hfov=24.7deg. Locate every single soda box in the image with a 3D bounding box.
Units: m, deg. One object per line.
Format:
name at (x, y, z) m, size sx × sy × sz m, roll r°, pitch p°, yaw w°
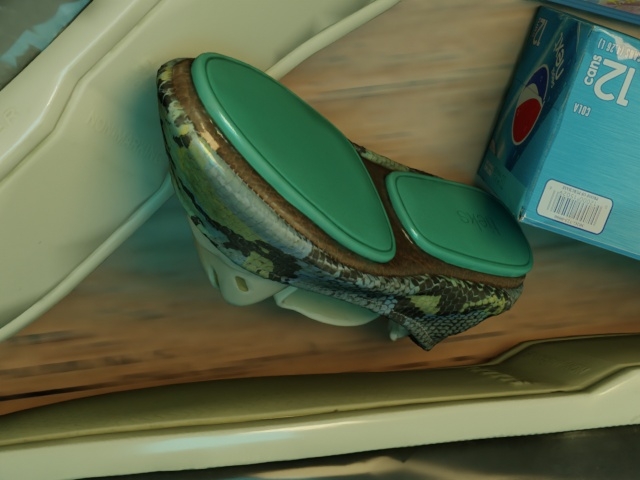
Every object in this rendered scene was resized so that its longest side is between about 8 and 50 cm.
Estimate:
soda box at (0.166, -0.013, 0.500) m, size 0.210 × 0.071 × 0.067 m, roll 18°, pitch 102°, yaw -10°

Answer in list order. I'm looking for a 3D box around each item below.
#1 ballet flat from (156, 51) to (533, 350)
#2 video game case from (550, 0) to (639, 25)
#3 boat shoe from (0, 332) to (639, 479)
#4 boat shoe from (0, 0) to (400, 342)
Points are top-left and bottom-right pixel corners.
ballet flat at (0.000, 0.000, 0.451) m, size 0.188 × 0.070 × 0.070 m, roll 24°, pitch 103°, yaw -51°
video game case at (0.150, -0.127, 0.452) m, size 0.119 × 0.015 × 0.166 m, roll 13°, pitch 138°, yaw -9°
boat shoe at (0.019, 0.098, 0.485) m, size 0.340 × 0.127 × 0.113 m, roll -5°, pitch 92°, yaw -14°
boat shoe at (-0.041, -0.099, 0.438) m, size 0.319 × 0.116 × 0.099 m, roll -43°, pitch 68°, yaw 1°
